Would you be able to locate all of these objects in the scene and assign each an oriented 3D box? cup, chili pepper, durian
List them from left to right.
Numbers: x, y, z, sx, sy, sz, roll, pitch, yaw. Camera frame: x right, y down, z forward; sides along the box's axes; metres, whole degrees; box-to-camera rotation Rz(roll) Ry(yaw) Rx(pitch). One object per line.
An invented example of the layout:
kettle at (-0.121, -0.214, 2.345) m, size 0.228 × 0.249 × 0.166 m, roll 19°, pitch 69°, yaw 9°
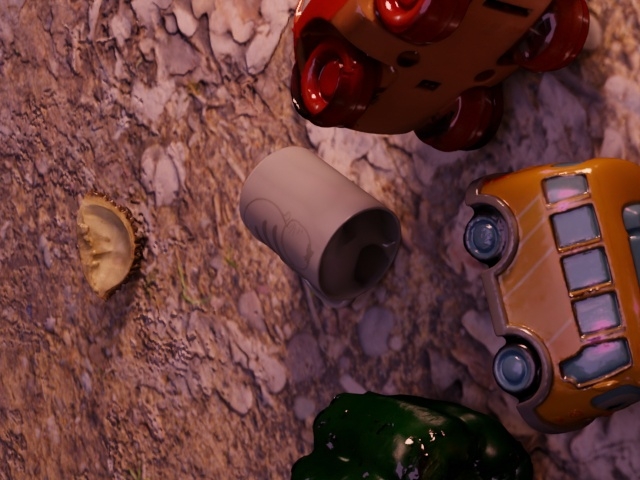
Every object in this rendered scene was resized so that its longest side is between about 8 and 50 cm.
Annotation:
durian at (-0.237, 0.004, 1.616) m, size 0.052 × 0.066 × 0.130 m, roll 3°, pitch 103°, yaw 48°
cup at (-0.007, -0.001, 1.338) m, size 0.133 × 0.099 × 0.136 m, roll 39°, pitch 119°, yaw 38°
chili pepper at (0.100, 0.219, 1.192) m, size 0.261 × 0.174 × 0.165 m, roll 18°, pitch 80°, yaw 47°

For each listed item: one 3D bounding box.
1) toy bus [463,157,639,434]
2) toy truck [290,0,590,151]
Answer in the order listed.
toy bus at (0.205, 0.036, 1.095) m, size 0.136 × 0.126 × 0.209 m, roll -19°, pitch 78°, yaw 38°
toy truck at (0.084, -0.221, 1.174) m, size 0.265 × 0.189 × 0.239 m, roll -44°, pitch 51°, yaw 40°
